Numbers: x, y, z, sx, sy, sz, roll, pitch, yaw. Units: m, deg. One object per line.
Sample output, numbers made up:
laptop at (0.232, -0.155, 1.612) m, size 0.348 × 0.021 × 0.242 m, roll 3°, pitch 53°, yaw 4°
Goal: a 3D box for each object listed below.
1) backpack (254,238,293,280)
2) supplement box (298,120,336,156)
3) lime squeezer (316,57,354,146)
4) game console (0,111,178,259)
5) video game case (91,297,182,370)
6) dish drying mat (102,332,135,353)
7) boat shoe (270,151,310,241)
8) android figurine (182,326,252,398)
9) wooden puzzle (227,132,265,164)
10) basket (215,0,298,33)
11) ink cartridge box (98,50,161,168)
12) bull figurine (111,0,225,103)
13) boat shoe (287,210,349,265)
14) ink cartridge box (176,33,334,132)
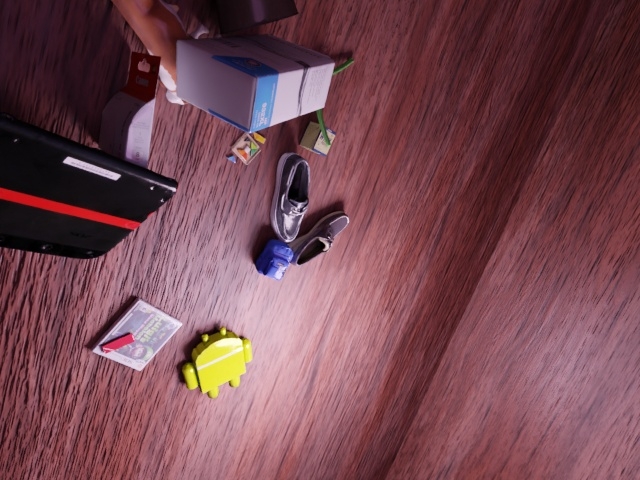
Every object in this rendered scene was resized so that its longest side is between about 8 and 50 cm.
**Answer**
backpack at (-0.144, 0.065, 1.351) m, size 0.098 × 0.101 × 0.120 m, roll 23°, pitch 100°, yaw -32°
supplement box at (-0.010, -0.318, 1.277) m, size 0.056 × 0.083 × 0.083 m, roll 18°, pitch 101°, yaw -42°
lime squeezer at (0.014, -0.436, 1.227) m, size 0.110 × 0.059 × 0.310 m, roll 26°, pitch 71°, yaw -37°
game console at (-0.549, -0.085, 0.841) m, size 0.342 × 0.060 × 0.387 m, roll -35°, pitch 153°, yaw 22°
video game case at (-0.540, 0.283, 1.215) m, size 0.190 × 0.022 × 0.173 m, roll -49°, pitch 134°, yaw -7°
dish drying mat at (-0.578, 0.296, 1.171) m, size 0.083 × 0.008 × 0.032 m, roll -22°, pitch 124°, yaw -27°
boat shoe at (-0.085, -0.124, 1.307) m, size 0.108 × 0.102 × 0.301 m, roll -7°, pitch 117°, yaw -36°
android figurine at (-0.351, 0.419, 1.414) m, size 0.248 × 0.056 × 0.272 m, roll -21°, pitch 125°, yaw -29°
wooden puzzle at (-0.214, -0.268, 1.190) m, size 0.116 × 0.014 × 0.079 m, roll -54°, pitch 133°, yaw -2°
basket at (-0.165, -0.601, 0.898) m, size 0.204 × 0.154 × 0.226 m, roll -34°, pitch 127°, yaw -28°
ink cartridge box at (-0.422, -0.292, 0.893) m, size 0.066 × 0.189 × 0.232 m, roll -6°, pitch 116°, yaw -42°
bull figurine at (-0.337, -0.467, 0.930) m, size 0.188 × 0.101 × 0.310 m, roll -48°, pitch 139°, yaw -18°
boat shoe at (0.000, 0.000, 1.446) m, size 0.285 × 0.092 × 0.102 m, roll -34°, pitch 131°, yaw -19°
ink cartridge box at (-0.144, -0.383, 0.963) m, size 0.307 × 0.223 × 0.128 m, roll -39°, pitch 152°, yaw -48°
